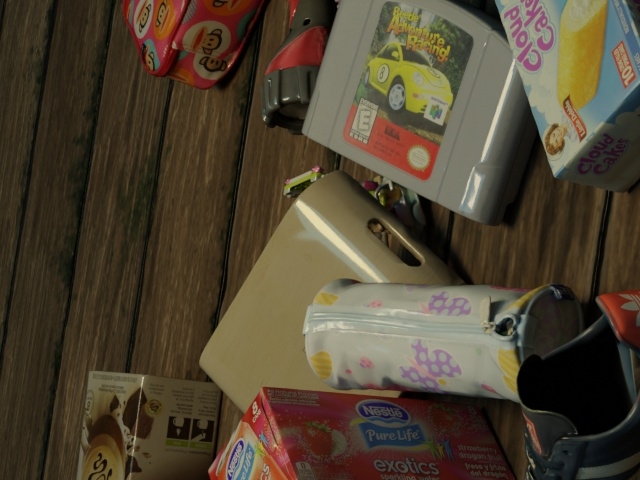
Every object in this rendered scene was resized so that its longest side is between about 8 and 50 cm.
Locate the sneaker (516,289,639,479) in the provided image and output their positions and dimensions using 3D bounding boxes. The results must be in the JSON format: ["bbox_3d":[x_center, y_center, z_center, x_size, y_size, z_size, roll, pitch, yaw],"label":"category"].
[{"bbox_3d":[0.211,0.175,1.548,0.350,0.148,0.131,-64,34,27],"label":"sneaker"}]

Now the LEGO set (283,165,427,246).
[{"bbox_3d":[0.000,0.000,2.002,0.287,0.107,0.132,-48,43,43],"label":"LEGO set"}]

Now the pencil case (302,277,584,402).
[{"bbox_3d":[0.114,0.093,1.698,0.273,0.124,0.113,1,89,42],"label":"pencil case"}]

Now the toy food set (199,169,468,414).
[{"bbox_3d":[0.018,0.107,1.920,0.220,0.092,0.306,45,122,22],"label":"toy food set"}]

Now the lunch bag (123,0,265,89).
[{"bbox_3d":[-0.154,-0.373,2.375,0.293,0.120,0.258,-62,31,27],"label":"lunch bag"}]

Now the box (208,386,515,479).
[{"bbox_3d":[0.042,0.230,1.715,0.128,0.257,0.122,-58,39,34],"label":"box"}]

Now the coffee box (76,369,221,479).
[{"bbox_3d":[-0.228,0.320,2.294,0.168,0.119,0.297,-4,79,59],"label":"coffee box"}]

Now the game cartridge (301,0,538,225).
[{"bbox_3d":[0.105,-0.155,1.856,0.294,0.060,0.196,29,103,44],"label":"game cartridge"}]

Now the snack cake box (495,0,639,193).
[{"bbox_3d":[0.251,-0.196,1.642,0.152,0.089,0.264,-50,42,41],"label":"snack cake box"}]

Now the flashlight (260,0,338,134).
[{"bbox_3d":[-0.022,-0.280,2.130,0.103,0.103,0.304,105,164,-68],"label":"flashlight"}]

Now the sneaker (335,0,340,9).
[{"bbox_3d":[0.038,-0.249,2.036,0.098,0.083,0.223,-35,53,58],"label":"sneaker"}]
